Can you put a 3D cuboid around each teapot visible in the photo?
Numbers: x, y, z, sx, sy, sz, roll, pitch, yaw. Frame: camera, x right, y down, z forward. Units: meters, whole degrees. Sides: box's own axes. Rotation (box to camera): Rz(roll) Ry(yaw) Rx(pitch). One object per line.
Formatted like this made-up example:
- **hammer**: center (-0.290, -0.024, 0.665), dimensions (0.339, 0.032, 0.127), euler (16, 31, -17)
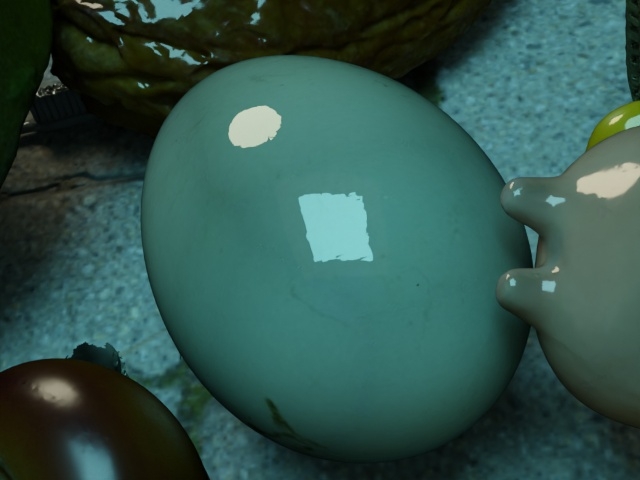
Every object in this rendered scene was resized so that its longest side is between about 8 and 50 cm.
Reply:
- **teapot**: center (-0.123, 0.145, 0.601), dimensions (0.252, 0.135, 0.178), euler (10, 88, 45)

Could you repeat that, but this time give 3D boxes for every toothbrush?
- **toothbrush**: center (-0.318, -0.060, 0.869), dimensions (0.354, 0.029, 0.024), euler (-14, 37, 5)

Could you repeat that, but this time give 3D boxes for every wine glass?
- **wine glass**: center (-0.113, 0.090, 0.658), dimensions (0.039, 0.083, 0.042), euler (27, 60, 26)

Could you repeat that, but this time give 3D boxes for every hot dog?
- **hot dog**: center (-0.018, -0.221, 0.832), dimensions (0.387, 0.174, 0.267), euler (-48, 53, -8)

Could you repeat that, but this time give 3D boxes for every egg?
- **egg**: center (0.000, 0.000, 0.636), dimensions (0.183, 0.183, 0.264), euler (-30, 44, -9)

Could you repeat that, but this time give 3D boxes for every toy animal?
- **toy animal**: center (0.194, 0.021, 0.559), dimensions (0.248, 0.149, 0.165), euler (8, 88, -11)

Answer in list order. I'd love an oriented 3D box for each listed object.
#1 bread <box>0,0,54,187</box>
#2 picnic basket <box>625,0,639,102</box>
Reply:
- **bread**: center (-0.340, -0.081, 0.766), dimensions (0.382, 0.129, 0.366), euler (-40, 53, 9)
- **picnic basket**: center (0.284, -0.110, 0.682), dimensions (0.196, 0.134, 0.154), euler (-19, 49, 1)
